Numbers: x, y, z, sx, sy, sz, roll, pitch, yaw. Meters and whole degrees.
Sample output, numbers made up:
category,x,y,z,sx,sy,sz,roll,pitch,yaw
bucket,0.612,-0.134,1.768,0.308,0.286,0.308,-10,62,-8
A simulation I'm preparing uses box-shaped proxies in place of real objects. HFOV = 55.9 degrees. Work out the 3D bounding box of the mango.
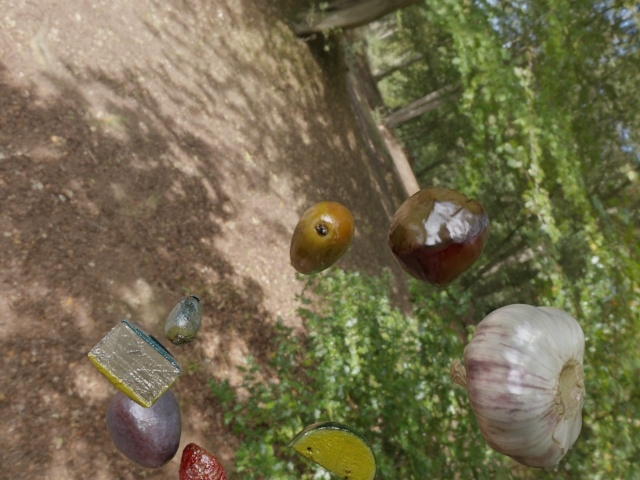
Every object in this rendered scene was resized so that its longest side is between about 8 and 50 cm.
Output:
category,x,y,z,sx,sy,sz,roll,pitch,yaw
mango,0.000,0.000,1.233,0.113,0.138,0.253,33,-24,2

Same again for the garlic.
category,x,y,z,sx,sy,sz,roll,pitch,yaw
garlic,0.294,0.220,0.971,0.245,0.253,0.245,3,84,-35

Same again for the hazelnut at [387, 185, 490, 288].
category,x,y,z,sx,sy,sz,roll,pitch,yaw
hazelnut,0.239,0.000,1.202,0.208,0.208,0.208,61,12,-23

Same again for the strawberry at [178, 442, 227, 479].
category,x,y,z,sx,sy,sz,roll,pitch,yaw
strawberry,-0.307,0.603,1.544,0.131,0.131,0.148,-87,153,-66

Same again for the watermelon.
category,x,y,z,sx,sy,sz,roll,pitch,yaw
watermelon,0.043,0.390,1.137,0.181,0.075,0.092,34,56,-9

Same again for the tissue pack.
category,x,y,z,sx,sy,sz,roll,pitch,yaw
tissue pack,-0.277,0.186,0.918,0.120,0.082,0.169,42,-15,-4

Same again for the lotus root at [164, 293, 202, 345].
category,x,y,z,sx,sy,sz,roll,pitch,yaw
lotus root,-0.328,0.188,1.462,0.088,0.088,0.165,59,23,-30

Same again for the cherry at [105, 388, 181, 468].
category,x,y,z,sx,sy,sz,roll,pitch,yaw
cherry,-0.455,0.467,1.558,0.266,0.183,0.213,60,-27,31
